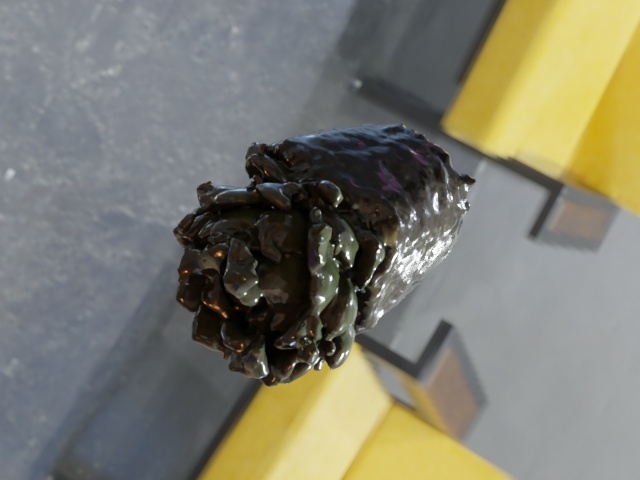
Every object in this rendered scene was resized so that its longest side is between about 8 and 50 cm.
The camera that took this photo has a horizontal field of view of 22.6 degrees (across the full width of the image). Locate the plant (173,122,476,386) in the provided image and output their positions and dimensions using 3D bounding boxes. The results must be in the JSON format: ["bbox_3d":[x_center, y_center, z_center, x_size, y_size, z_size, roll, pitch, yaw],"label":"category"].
[{"bbox_3d":[0.000,0.000,0.682,0.143,0.092,0.094,-32,157,-42],"label":"plant"}]
